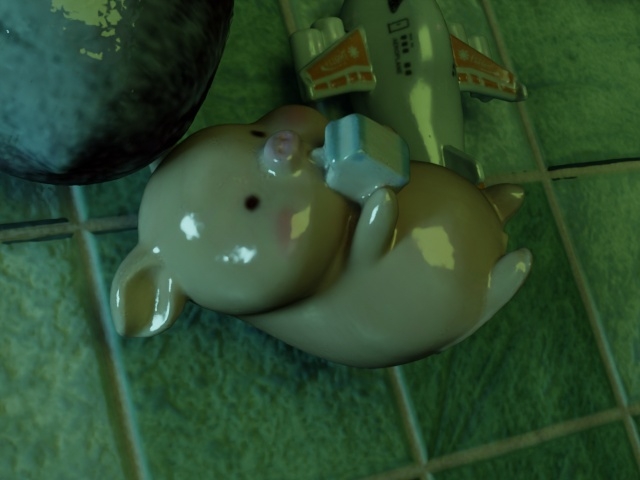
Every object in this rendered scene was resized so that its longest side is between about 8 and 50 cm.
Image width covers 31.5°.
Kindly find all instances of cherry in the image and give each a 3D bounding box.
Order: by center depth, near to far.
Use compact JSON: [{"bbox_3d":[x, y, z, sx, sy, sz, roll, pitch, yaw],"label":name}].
[{"bbox_3d":[-0.189,-0.182,0.828,0.255,0.218,0.296,12,69,-32],"label":"cherry"}]

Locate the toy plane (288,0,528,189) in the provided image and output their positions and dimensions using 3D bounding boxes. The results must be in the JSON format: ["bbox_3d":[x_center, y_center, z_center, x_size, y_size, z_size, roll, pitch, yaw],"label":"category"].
[{"bbox_3d":[0.084,-0.140,1.034,0.245,0.117,0.244,11,67,-25],"label":"toy plane"}]

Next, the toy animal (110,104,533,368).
[{"bbox_3d":[-0.003,-0.003,0.866,0.256,0.213,0.195,29,44,-20],"label":"toy animal"}]
